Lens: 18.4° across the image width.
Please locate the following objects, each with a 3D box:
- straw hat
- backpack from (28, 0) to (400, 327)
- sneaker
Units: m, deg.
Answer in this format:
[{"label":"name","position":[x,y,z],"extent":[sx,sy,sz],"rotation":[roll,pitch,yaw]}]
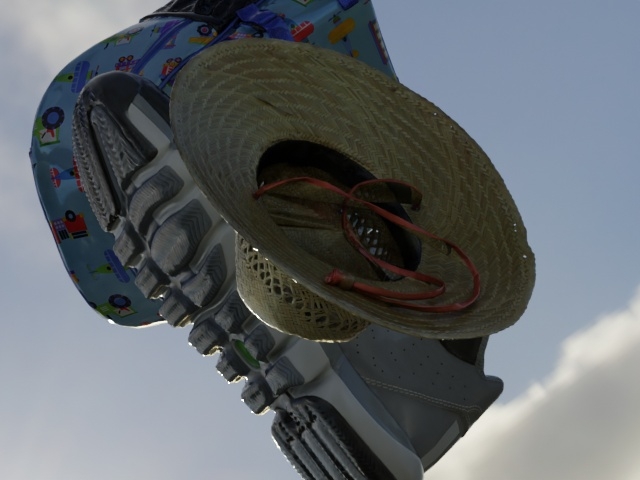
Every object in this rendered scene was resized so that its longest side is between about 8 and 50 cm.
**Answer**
[{"label":"straw hat","position":[0.000,0.000,0.680],"extent":[0.144,0.144,0.061],"rotation":[-16,-33,-46]},{"label":"backpack","position":[-0.050,-0.041,0.970],"extent":[0.117,0.158,0.173],"rotation":[3,28,43]},{"label":"sneaker","position":[-0.003,0.001,0.883],"extent":[0.132,0.228,0.086],"rotation":[-37,1,-30]}]
